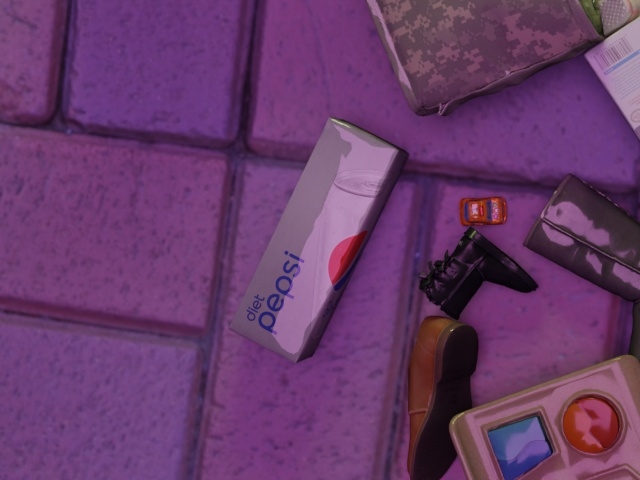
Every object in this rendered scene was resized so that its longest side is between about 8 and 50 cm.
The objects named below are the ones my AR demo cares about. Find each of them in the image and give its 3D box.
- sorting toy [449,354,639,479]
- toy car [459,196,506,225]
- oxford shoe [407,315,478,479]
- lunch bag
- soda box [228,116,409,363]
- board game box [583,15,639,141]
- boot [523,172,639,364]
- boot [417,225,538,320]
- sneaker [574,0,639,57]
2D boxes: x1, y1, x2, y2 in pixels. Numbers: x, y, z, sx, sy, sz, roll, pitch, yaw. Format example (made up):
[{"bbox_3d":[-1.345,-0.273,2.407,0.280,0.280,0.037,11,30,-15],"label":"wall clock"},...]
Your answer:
[{"bbox_3d":[0.299,0.306,1.550,0.229,0.041,0.307,-21,85,10],"label":"sorting toy"},{"bbox_3d":[0.182,0.001,1.657,0.060,0.040,0.122,16,93,13],"label":"toy car"},{"bbox_3d":[0.134,0.191,1.663,0.076,0.076,0.212,23,106,50],"label":"oxford shoe"},{"bbox_3d":[0.174,-0.303,1.587,0.235,0.169,0.287,-21,80,21],"label":"lunch bag"},{"bbox_3d":[0.000,0.000,1.673,0.098,0.091,0.286,27,96,11],"label":"soda box"},{"bbox_3d":[0.474,-0.142,1.563,0.224,0.097,0.303,-33,82,11],"label":"board game box"},{"bbox_3d":[0.329,0.048,1.607,0.208,0.076,0.189,29,83,5],"label":"boot"},{"bbox_3d":[0.184,0.051,1.640,0.121,0.045,0.099,37,97,-16],"label":"boot"},{"bbox_3d":[0.320,-0.251,1.627,0.134,0.070,0.051,-25,87,41],"label":"sneaker"}]
